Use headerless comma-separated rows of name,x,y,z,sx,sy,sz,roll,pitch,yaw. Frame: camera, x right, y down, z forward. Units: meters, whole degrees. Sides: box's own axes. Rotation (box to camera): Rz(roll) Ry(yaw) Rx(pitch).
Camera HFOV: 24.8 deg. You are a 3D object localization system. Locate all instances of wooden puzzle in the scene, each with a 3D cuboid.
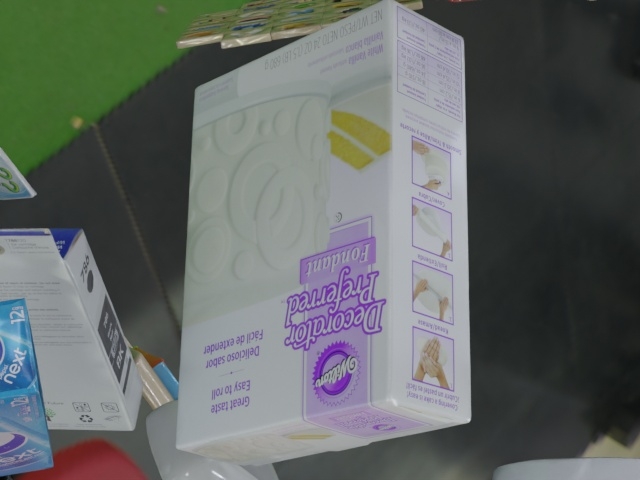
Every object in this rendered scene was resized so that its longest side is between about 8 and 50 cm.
wooden puzzle,-0.183,0.214,1.831,0.044,0.238,0.221,-36,104,-10

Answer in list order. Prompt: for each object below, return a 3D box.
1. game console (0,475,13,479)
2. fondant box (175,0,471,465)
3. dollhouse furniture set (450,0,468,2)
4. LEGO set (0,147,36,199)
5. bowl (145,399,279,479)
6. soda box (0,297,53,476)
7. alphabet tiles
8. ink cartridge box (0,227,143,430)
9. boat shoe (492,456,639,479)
game console,-0.425,0.129,1.555,0.044,0.213,0.361,-30,127,-27
fondant box,0.000,0.000,1.180,0.096,0.238,0.330,19,62,-42
dollhouse furniture set,0.148,-0.301,1.086,0.374,0.152,0.201,-16,134,-56
LEGO set,-0.425,-0.107,1.470,0.244,0.182,0.060,60,39,-40
bowl,-0.090,0.210,1.352,0.053,0.142,0.142,-45,118,7
soda box,-0.237,0.114,1.064,0.067,0.071,0.210,-9,159,-11
alphabet tiles,-0.022,-0.275,1.758,0.342,0.285,0.011,-85,166,-74
ink cartridge box,-0.285,0.071,1.392,0.333,0.165,0.065,80,13,-52
boat shoe,0.187,0.150,0.717,0.080,0.228,0.076,27,66,-56
